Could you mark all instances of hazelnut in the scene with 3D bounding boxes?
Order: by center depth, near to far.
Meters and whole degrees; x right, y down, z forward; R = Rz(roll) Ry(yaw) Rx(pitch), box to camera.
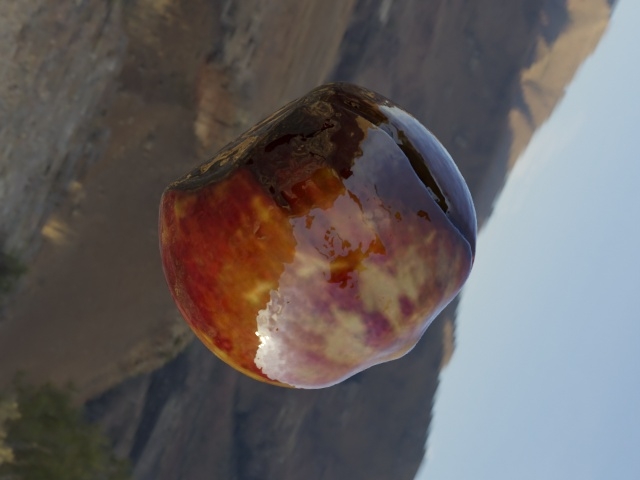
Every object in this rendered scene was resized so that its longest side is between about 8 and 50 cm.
[{"bbox_3d":[0.000,0.000,0.935,0.233,0.218,0.218,-36,175,-4],"label":"hazelnut"}]
